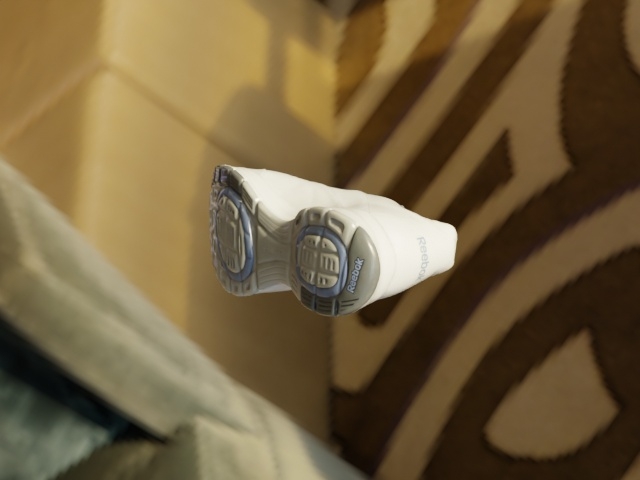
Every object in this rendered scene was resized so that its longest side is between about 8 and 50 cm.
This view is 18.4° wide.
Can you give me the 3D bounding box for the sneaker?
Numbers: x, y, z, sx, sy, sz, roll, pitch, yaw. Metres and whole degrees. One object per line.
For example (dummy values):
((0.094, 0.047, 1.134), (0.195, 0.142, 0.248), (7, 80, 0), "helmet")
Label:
((0.000, 0.000, 1.699), (0.297, 0.129, 0.111), (24, 115, 54), "sneaker")
